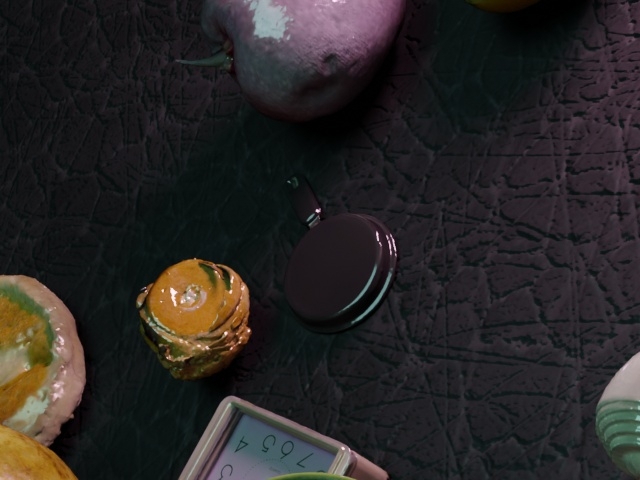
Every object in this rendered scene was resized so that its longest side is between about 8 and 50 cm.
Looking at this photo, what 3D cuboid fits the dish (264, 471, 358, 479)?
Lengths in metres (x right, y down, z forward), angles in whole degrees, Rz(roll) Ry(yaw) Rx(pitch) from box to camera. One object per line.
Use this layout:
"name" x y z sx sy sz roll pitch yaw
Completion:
"dish" 0.015 0.364 1.396 0.324 0.124 0.324 -9 73 32

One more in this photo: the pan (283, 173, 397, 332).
"pan" 0.000 0.000 1.741 0.136 0.028 0.235 -40 43 11

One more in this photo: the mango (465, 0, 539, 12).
"mango" 0.222 -0.384 1.719 0.211 0.173 0.317 -5 65 39

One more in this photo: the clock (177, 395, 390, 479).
"clock" -0.046 0.248 1.578 0.192 0.071 0.147 18 75 45

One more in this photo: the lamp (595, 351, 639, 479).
"lamp" 0.297 0.114 1.366 0.106 0.106 0.193 2 54 41

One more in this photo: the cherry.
"cherry" -0.025 -0.232 1.809 0.266 0.183 0.213 -34 58 0

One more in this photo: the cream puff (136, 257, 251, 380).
"cream puff" -0.131 0.087 1.737 0.119 0.104 0.133 -8 59 -2

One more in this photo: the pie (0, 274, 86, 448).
"pie" -0.408 0.186 1.929 0.339 0.077 0.339 -25 45 27

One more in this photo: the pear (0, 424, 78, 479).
"pear" -0.368 0.319 1.641 0.304 0.304 0.304 -22 50 28
